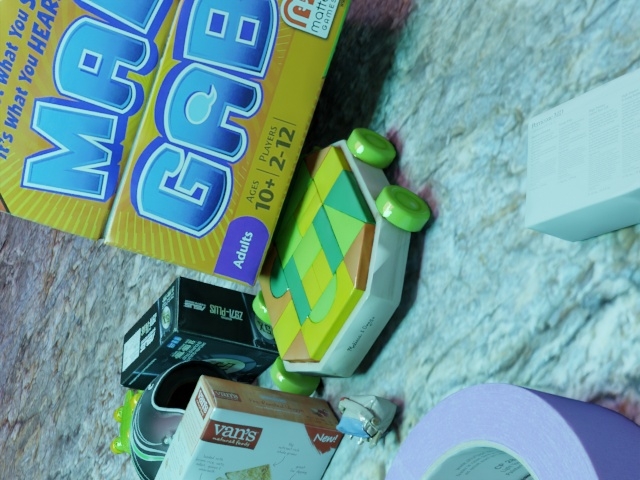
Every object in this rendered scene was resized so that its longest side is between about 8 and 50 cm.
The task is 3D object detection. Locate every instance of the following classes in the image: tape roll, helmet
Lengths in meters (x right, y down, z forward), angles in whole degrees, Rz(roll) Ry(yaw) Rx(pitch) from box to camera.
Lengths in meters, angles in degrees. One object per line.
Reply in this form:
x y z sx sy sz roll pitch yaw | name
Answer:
0.142 0.246 0.723 0.275 0.090 0.274 -39 43 48 | tape roll
-0.150 0.236 1.199 0.162 0.169 0.169 25 99 45 | helmet

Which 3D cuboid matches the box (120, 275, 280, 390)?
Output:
-0.154 0.134 1.276 0.180 0.147 0.077 -42 40 45 | box

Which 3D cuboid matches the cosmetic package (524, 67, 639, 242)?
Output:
0.251 -0.075 0.721 0.239 0.061 0.098 -23 58 57 | cosmetic package

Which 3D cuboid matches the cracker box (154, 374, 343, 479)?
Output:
-0.095 0.269 1.081 0.232 0.156 0.067 -66 28 17 | cracker box

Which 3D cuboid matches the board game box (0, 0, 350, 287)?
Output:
-0.211 -0.188 1.245 0.356 0.357 0.356 -139 67 -78 | board game box

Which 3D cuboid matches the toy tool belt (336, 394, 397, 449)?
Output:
0.038 0.182 0.994 0.083 0.052 0.051 -18 52 59 | toy tool belt

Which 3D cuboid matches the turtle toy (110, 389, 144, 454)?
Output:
-0.268 0.266 1.508 0.095 0.066 0.130 -38 44 50 | turtle toy

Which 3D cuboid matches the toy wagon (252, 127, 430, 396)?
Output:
0.000 0.000 1.146 0.267 0.068 0.344 -59 31 27 | toy wagon
